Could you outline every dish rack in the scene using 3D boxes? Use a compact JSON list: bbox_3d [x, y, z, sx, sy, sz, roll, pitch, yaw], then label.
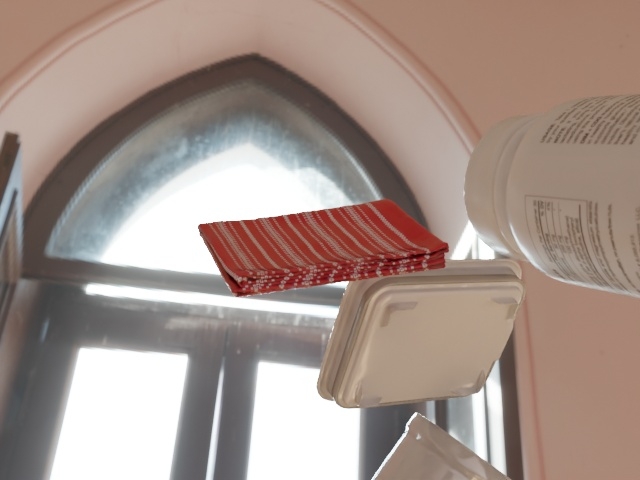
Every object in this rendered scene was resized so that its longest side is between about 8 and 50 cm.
[{"bbox_3d":[0.176,0.163,1.333,0.332,0.072,0.285,-1,-58,-27],"label":"dish rack"}]

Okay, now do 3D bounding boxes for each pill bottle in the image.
[{"bbox_3d":[0.252,-0.035,0.651,0.160,0.160,0.283,24,-4,-28],"label":"pill bottle"}]

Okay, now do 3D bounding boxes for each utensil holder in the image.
[{"bbox_3d":[0.191,0.553,1.430,0.327,0.385,0.327,35,-7,5],"label":"utensil holder"}]

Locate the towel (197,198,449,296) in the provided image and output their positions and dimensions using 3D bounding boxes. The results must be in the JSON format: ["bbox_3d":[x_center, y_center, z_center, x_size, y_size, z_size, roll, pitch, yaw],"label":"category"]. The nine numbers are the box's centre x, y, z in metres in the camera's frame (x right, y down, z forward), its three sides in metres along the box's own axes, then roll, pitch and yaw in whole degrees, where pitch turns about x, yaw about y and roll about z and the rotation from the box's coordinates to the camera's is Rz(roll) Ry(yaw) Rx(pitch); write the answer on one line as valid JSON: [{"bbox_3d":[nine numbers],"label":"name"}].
[{"bbox_3d":[0.000,0.000,1.032,0.274,0.199,0.031,-7,-66,-18],"label":"towel"}]
